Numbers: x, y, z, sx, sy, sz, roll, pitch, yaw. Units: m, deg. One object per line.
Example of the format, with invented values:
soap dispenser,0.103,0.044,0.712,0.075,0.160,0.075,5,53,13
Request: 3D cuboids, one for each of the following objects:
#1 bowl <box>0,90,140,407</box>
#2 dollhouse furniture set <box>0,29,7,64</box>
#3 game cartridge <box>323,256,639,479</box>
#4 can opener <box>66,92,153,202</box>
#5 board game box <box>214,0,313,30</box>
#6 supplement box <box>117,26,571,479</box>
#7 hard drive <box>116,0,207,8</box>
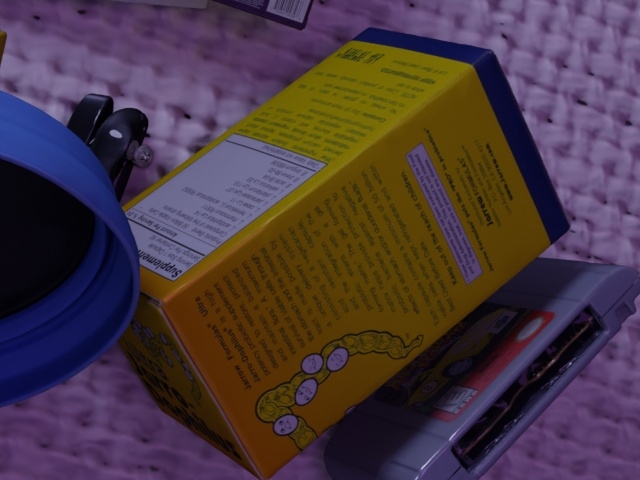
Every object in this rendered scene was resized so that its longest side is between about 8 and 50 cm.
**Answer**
bowl,-0.329,0.012,1.178,0.391,0.391,0.077,7,54,-23
dollhouse furniture set,-0.372,-0.074,1.179,0.286,0.303,0.198,-21,98,-21
game cartridge,0.139,0.123,1.453,0.294,0.196,0.060,-44,105,-18
can opener,-0.197,-0.033,1.395,0.059,0.073,0.186,22,84,-61
board game box,-0.136,-0.325,1.337,0.347,0.056,0.208,16,105,-26
supplement box,0.000,0.000,1.374,0.356,0.194,0.195,-38,119,-18
hard drive,-0.239,-0.313,1.348,0.319,0.040,0.210,2,107,-23
